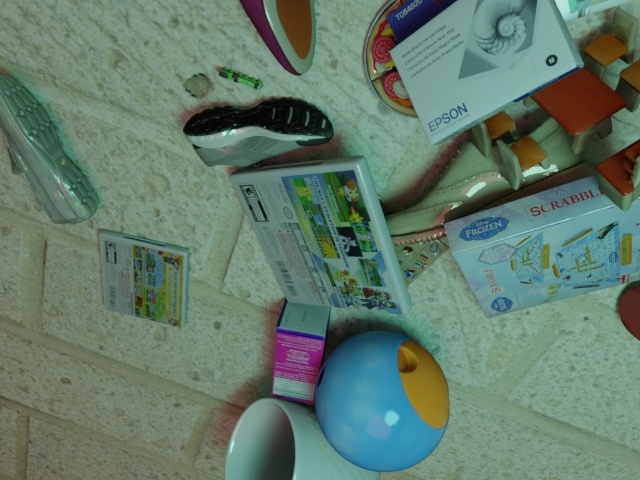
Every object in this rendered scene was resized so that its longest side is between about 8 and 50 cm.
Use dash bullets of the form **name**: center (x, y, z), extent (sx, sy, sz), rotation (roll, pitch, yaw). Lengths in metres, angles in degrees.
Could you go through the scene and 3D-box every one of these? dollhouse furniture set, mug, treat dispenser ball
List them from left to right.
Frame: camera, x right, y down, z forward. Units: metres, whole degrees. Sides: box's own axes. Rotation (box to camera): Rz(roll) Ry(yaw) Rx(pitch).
- **mug**: center (-0.052, 0.554, 1.208), extent (0.328, 0.276, 0.374), rotation (25, 159, -36)
- **treat dispenser ball**: center (0.131, 0.340, 1.029), extent (0.288, 0.288, 0.288), rotation (4, 120, 7)
- **dollhouse furniture set**: center (0.378, -0.180, 0.668), extent (0.262, 0.259, 0.135), rotation (-34, 147, 9)

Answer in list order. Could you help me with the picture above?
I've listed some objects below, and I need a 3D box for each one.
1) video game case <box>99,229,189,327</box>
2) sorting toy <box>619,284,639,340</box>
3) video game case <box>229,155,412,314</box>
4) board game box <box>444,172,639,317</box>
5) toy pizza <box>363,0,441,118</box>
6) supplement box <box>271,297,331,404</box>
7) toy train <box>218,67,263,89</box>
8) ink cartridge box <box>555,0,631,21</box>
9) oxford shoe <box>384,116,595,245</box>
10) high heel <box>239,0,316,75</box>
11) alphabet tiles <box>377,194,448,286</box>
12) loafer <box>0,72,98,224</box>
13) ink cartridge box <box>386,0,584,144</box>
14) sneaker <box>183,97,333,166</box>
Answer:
- **video game case**: center (-0.416, 0.095, 1.135), extent (0.206, 0.026, 0.226), rotation (13, 120, 2)
- **sorting toy**: center (0.700, 0.034, 0.880), extent (0.126, 0.127, 0.365), rotation (-4, 121, -22)
- **video game case**: center (0.000, 0.000, 0.933), extent (0.300, 0.036, 0.329), rotation (1, 125, 36)
- **board game box**: center (0.413, 0.019, 0.838), extent (0.318, 0.065, 0.318), rotation (-19, 145, 18)
- **toy pizza**: center (0.162, -0.298, 0.768), extent (0.201, 0.032, 0.201), rotation (9, 113, 22)
- **supplement box**: center (-0.047, 0.260, 1.116), extent (0.114, 0.111, 0.220), rotation (11, 122, 3)
- **toy train**: center (-0.144, -0.291, 0.863), extent (0.083, 0.023, 0.017), rotation (20, 121, -1)
- **ink cartridge box**: center (0.368, -0.402, 0.669), extent (0.220, 0.092, 0.160), rotation (-14, 116, 17)
- **oxford shoe**: center (0.260, -0.096, 0.867), extent (0.397, 0.140, 0.146), rotation (-21, 90, 20)
- **high heel**: center (-0.133, -0.440, 0.754), extent (0.181, 0.127, 0.377), rotation (8, 130, 39)
- **alphabet tiles**: center (0.117, 0.037, 1.019), extent (0.198, 0.009, 0.237), rotation (35, 120, -11)
- **loafer**: center (-0.577, -0.169, 0.960), extent (0.112, 0.112, 0.319), rotation (-16, 117, 9)
- **ink cartridge box**: center (0.208, -0.283, 0.669), extent (0.223, 0.045, 0.223), rotation (-26, 85, 42)
- **sneaker**: center (-0.108, -0.190, 0.886), extent (0.272, 0.100, 0.108), rotation (-2, 140, 11)
